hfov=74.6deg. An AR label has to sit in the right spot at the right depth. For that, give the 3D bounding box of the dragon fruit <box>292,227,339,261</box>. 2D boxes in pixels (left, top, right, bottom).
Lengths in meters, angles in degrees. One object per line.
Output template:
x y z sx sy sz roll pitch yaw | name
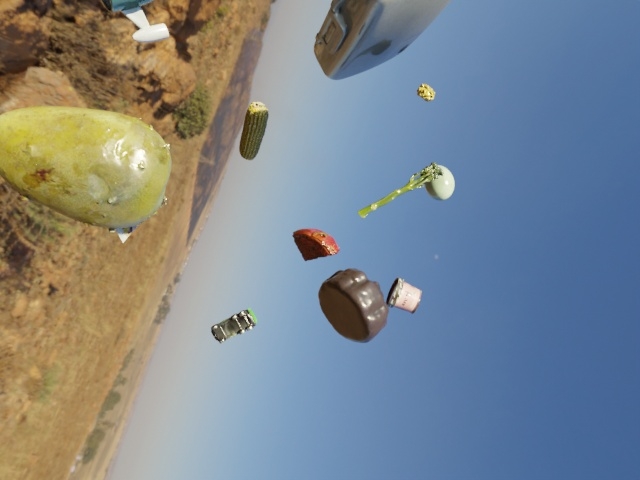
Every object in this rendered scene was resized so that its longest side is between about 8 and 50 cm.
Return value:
0.001 -0.001 1.466 0.161 0.127 0.120 -9 -160 48 | dragon fruit

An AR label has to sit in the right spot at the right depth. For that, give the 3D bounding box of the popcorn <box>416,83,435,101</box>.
0.452 -0.629 1.792 0.057 0.083 0.082 -54 -142 28 | popcorn

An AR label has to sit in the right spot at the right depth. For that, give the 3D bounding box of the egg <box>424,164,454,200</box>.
0.613 -0.299 2.172 0.149 0.149 0.193 132 -45 -53 | egg

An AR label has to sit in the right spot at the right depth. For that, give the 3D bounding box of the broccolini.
0.336 -0.202 1.773 0.392 0.074 0.079 -29 -140 7 | broccolini

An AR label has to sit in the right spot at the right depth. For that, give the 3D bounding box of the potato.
-0.527 -0.161 0.944 0.219 0.358 0.270 -130 -130 -66 | potato

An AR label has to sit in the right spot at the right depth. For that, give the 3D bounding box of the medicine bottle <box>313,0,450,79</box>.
0.136 -0.481 0.885 0.123 0.282 0.375 65 -15 -4 | medicine bottle

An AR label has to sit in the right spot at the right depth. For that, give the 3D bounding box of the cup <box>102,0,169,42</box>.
-0.395 -0.588 0.892 0.167 0.173 0.300 34 -35 49 | cup

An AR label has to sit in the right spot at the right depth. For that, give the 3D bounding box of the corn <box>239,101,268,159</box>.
-0.233 -0.377 1.456 0.238 0.080 0.080 119 -17 -48 | corn

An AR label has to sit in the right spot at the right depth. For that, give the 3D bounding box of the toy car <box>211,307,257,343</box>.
-0.301 0.294 1.461 0.165 0.071 0.062 -27 -176 13 | toy car

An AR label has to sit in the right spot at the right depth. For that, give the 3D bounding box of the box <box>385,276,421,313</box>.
0.402 0.270 2.013 0.151 0.135 0.151 25 90 -90 | box

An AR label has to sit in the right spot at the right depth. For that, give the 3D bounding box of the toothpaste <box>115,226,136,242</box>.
-0.847 -0.112 1.947 0.056 0.058 0.314 -45 -163 35 | toothpaste

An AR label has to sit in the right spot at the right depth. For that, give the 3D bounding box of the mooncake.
0.125 0.239 1.558 0.141 0.283 0.283 -29 171 -33 | mooncake
